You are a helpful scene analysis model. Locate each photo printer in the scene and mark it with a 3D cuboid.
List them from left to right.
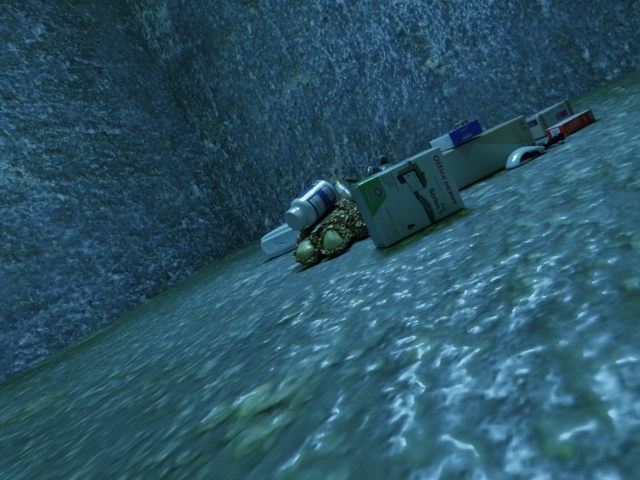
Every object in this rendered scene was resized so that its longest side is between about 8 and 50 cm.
[{"bbox_3d":[-0.095,-0.041,2.187,0.256,0.107,0.307,-24,6,18],"label":"photo printer"}]

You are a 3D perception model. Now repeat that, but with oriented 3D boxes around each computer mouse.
[{"bbox_3d":[0.608,-0.260,1.465,0.193,0.042,0.106,-28,7,-24],"label":"computer mouse"}]

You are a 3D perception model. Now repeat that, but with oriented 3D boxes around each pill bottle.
[{"bbox_3d":[-0.032,-0.104,1.544,0.169,0.094,0.094,-44,15,-34],"label":"pill bottle"}]

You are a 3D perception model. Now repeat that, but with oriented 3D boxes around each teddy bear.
[{"bbox_3d":[0.038,-0.016,1.506,0.245,0.113,0.338,-32,12,9],"label":"teddy bear"}]

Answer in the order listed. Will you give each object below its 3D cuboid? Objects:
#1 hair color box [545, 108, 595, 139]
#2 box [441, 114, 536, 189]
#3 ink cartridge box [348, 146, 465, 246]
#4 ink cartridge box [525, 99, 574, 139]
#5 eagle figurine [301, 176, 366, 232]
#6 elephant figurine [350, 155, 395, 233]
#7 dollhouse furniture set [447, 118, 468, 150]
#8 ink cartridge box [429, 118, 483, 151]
[{"bbox_3d":[0.803,-0.370,1.625,0.141,0.043,0.072,-28,6,-19],"label":"hair color box"},{"bbox_3d":[0.495,-0.263,1.583,0.311,0.121,0.148,-26,6,-13],"label":"box"},{"bbox_3d":[0.202,-0.102,1.184,0.220,0.160,0.092,-27,7,-10],"label":"ink cartridge box"},{"bbox_3d":[0.834,-0.445,1.963,0.235,0.088,0.193,-28,5,-33],"label":"ink cartridge box"},{"bbox_3d":[0.092,-0.114,1.779,0.298,0.227,0.225,-52,27,35],"label":"eagle figurine"},{"bbox_3d":[0.168,-0.134,1.455,0.240,0.169,0.186,-19,28,-39],"label":"elephant figurine"},{"bbox_3d":[0.494,-0.327,1.870,0.101,0.181,0.161,-27,6,-14],"label":"dollhouse furniture set"},{"bbox_3d":[0.418,-0.319,1.573,0.097,0.046,0.207,-27,5,0],"label":"ink cartridge box"}]
